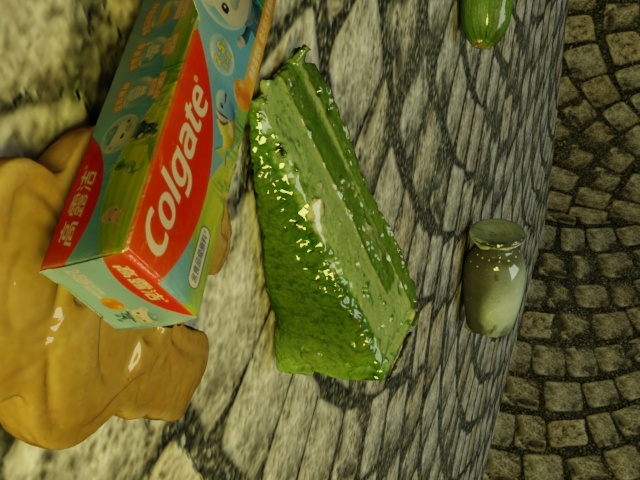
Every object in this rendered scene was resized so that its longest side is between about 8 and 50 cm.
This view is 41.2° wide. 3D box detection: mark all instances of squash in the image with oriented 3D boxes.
[{"bbox_3d":[0.218,-0.356,1.084,0.077,0.068,0.219,-32,128,-60],"label":"squash"}]

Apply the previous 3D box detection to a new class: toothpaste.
[{"bbox_3d":[-0.067,-0.062,0.365,0.070,0.044,0.193,51,38,-44],"label":"toothpaste"}]

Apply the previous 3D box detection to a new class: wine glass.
[{"bbox_3d":[0.306,0.067,1.503,0.111,0.111,0.204,-54,146,-53],"label":"wine glass"}]

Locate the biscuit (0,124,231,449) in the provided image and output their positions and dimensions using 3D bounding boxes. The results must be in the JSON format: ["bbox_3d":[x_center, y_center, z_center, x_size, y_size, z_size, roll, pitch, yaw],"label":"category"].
[{"bbox_3d":[-0.100,0.022,0.396,0.236,0.040,0.144,19,76,-74],"label":"biscuit"}]

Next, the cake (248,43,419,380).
[{"bbox_3d":[-0.017,-0.013,0.626,0.235,0.099,0.100,65,35,-26],"label":"cake"}]
